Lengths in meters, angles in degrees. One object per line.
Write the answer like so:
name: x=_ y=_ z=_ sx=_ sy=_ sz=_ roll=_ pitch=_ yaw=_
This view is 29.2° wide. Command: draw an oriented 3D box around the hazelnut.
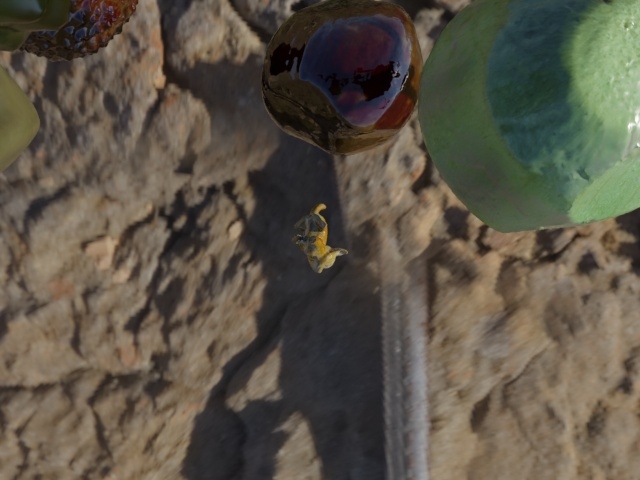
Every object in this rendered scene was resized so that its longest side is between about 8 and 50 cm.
hazelnut: x=0.039 y=-0.222 z=1.648 sx=0.218 sy=0.234 sz=0.218 roll=-13 pitch=107 yaw=-46

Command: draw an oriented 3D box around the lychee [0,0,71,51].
lychee: x=-0.166 y=-0.181 z=0.343 sx=0.270 sy=0.270 sz=0.320 roll=-39 pitch=90 yaw=-14

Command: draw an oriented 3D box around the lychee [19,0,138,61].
lychee: x=-0.368 y=-0.370 z=1.679 sx=0.264 sy=0.300 sz=0.264 roll=14 pitch=54 yaw=-20

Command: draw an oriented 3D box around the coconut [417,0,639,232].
coconut: x=0.261 y=-0.152 z=1.299 sx=0.281 sy=0.328 sz=0.328 roll=45 pitch=76 yaw=-8

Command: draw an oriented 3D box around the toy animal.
toy animal: x=0.000 y=0.000 z=1.660 sx=0.060 sy=0.083 sz=0.081 roll=0 pitch=65 yaw=30

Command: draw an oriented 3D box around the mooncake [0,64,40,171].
mooncake: x=-0.380 y=-0.027 z=0.808 sx=0.378 sy=0.378 sz=0.201 roll=-46 pitch=102 yaw=-14
